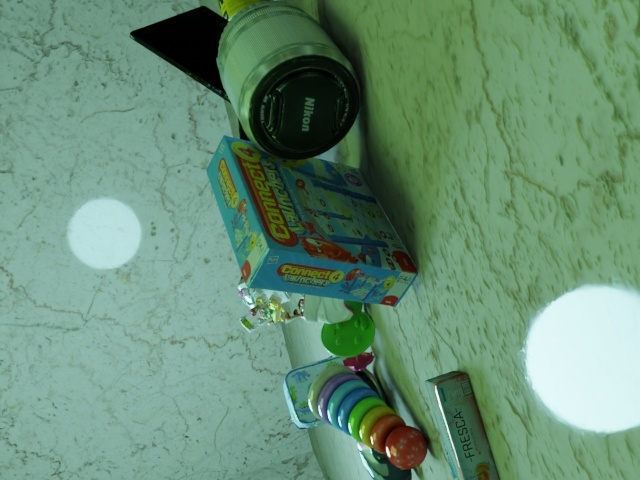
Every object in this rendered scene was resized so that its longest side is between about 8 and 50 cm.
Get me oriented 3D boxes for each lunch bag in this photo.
[{"bbox_3d":[0.009,0.430,2.166,0.090,0.218,0.176,108,145,-62],"label":"lunch bag"}]

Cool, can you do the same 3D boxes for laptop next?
[{"bbox_3d":[-0.211,-0.297,1.708,0.236,0.407,0.382,-57,1,28],"label":"laptop"}]

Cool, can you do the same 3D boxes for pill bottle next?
[{"bbox_3d":[-0.198,-0.598,1.946,0.119,0.119,0.209,103,149,-71],"label":"pill bottle"}]

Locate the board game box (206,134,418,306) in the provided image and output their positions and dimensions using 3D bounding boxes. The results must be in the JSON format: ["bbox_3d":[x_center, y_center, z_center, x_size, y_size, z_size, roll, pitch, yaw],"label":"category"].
[{"bbox_3d":[-0.020,-0.035,1.340,0.086,0.301,0.308,-58,39,30],"label":"board game box"}]

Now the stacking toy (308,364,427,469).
[{"bbox_3d":[0.117,0.400,1.688,0.330,0.141,0.141,24,132,51],"label":"stacking toy"}]

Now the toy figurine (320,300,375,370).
[{"bbox_3d":[0.079,0.242,1.843,0.159,0.130,0.173,71,-165,-52],"label":"toy figurine"}]

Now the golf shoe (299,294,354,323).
[{"bbox_3d":[0.034,0.048,1.775,0.115,0.140,0.306,-35,-48,-81],"label":"golf shoe"}]

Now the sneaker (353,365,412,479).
[{"bbox_3d":[0.130,0.450,1.840,0.131,0.112,0.319,83,165,-47],"label":"sneaker"}]

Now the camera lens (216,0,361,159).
[{"bbox_3d":[-0.063,-0.294,1.382,0.274,0.219,0.219,-117,14,-48],"label":"camera lens"}]

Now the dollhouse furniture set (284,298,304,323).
[{"bbox_3d":[-0.085,0.121,2.433,0.262,0.135,0.259,110,142,-74],"label":"dollhouse furniture set"}]

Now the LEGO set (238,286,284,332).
[{"bbox_3d":[-0.195,0.231,2.423,0.132,0.107,0.287,64,161,-13],"label":"LEGO set"}]

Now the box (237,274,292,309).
[{"bbox_3d":[-0.180,0.126,2.661,0.127,0.148,0.232,62,-162,-22],"label":"box"}]

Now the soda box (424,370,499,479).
[{"bbox_3d":[0.226,0.305,1.216,0.063,0.058,0.183,150,104,-80],"label":"soda box"}]
